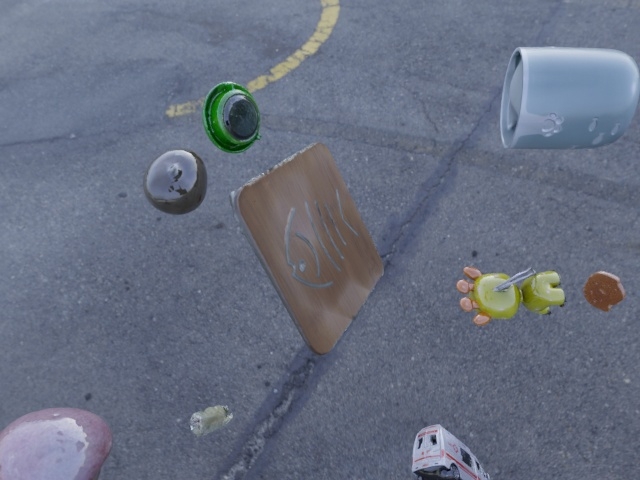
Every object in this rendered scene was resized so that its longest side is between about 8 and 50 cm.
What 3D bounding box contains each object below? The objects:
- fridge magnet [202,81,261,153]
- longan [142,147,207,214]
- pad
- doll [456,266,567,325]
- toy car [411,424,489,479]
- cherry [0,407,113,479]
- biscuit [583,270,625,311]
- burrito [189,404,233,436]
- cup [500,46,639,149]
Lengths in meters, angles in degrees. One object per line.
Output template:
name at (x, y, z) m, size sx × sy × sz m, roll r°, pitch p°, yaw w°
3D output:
fridge magnet at (-0.258, -0.364, 1.330) m, size 0.088 × 0.208 × 0.208 m, roll 10°, pitch 53°, yaw 41°
longan at (-0.383, -0.155, 1.187) m, size 0.190 × 0.189 × 0.189 m, roll -6°, pitch 52°, yaw 7°
pad at (0.000, 0.000, 0.733) m, size 0.018 × 0.286 × 0.284 m, roll -18°, pitch 17°, yaw 36°
doll at (0.425, 0.127, 1.026) m, size 0.221 × 0.135 × 0.142 m, roll 1°, pitch 64°, yaw -2°
toy car at (0.282, 0.481, 0.931) m, size 0.089 × 0.210 × 0.108 m, roll -36°, pitch 21°, yaw 32°
cherry at (-0.572, 0.466, 0.930) m, size 0.240 × 0.239 × 0.206 m, roll -28°, pitch 19°, yaw -11°
biscuit at (0.805, 0.143, 1.269) m, size 0.019 × 0.130 × 0.102 m, roll -26°, pitch 53°, yaw -24°
burrito at (-0.270, 0.440, 1.100) m, size 0.045 × 0.188 × 0.058 m, roll -28°, pitch 73°, yaw 9°
cup at (0.648, -0.352, 1.214) m, size 0.275 × 0.356 × 0.259 m, roll 4°, pitch 76°, yaw 11°
